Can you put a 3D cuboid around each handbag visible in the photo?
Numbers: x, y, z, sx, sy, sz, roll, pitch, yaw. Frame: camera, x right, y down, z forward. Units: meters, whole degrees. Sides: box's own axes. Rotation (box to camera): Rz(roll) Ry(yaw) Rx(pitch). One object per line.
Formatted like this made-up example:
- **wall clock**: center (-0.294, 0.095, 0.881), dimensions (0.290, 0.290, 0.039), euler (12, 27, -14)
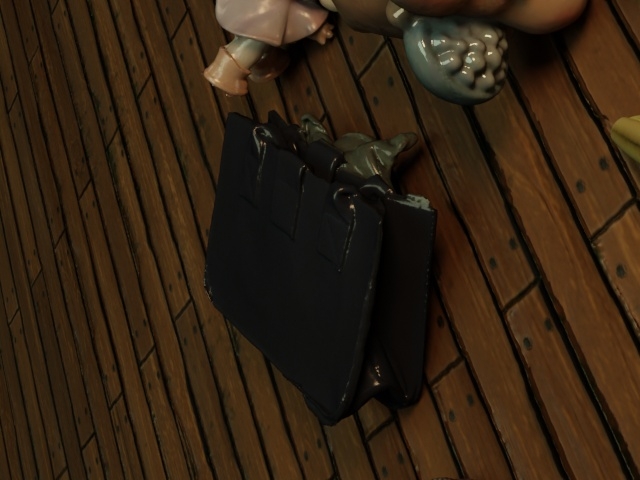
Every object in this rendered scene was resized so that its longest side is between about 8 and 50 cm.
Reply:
- **handbag**: center (0.000, 0.000, 1.247), dimensions (0.326, 0.118, 0.269), euler (38, 126, 50)

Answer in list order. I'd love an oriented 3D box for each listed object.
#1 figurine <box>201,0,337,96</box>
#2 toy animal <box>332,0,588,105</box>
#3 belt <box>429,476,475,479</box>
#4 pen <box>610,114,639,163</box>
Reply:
- **figurine**: center (-0.047, -0.287, 1.314), dimensions (0.200, 0.133, 0.276), euler (50, 130, 41)
- **toy animal**: center (0.111, -0.255, 1.026), dimensions (0.221, 0.210, 0.229), euler (-124, 40, -48)
- **belt**: center (0.166, 0.240, 1.039), dimensions (0.232, 0.053, 0.071), euler (1, 89, 57)
- **pen**: center (0.293, -0.039, 0.880), dimensions (0.040, 0.032, 0.233), euler (-55, 42, 6)
